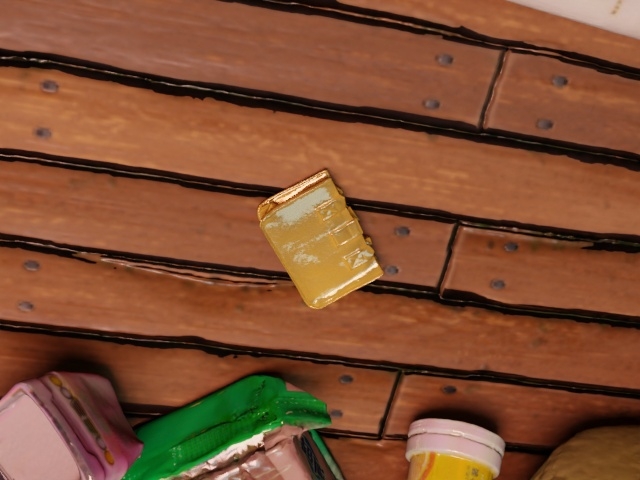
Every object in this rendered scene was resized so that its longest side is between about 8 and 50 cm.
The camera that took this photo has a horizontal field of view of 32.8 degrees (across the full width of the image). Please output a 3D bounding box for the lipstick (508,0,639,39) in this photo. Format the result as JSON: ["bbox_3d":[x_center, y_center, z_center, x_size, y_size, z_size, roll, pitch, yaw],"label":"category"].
[{"bbox_3d":[0.143,-0.168,0.663,0.264,0.059,0.059,11,113,-17],"label":"lipstick"}]

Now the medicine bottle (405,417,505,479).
[{"bbox_3d":[0.080,0.240,0.770,0.074,0.218,0.074,11,154,5],"label":"medicine bottle"}]

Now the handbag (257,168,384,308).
[{"bbox_3d":[0.000,0.000,0.735,0.061,0.027,0.083,-27,117,4],"label":"handbag"}]

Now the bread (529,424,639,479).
[{"bbox_3d":[0.269,0.280,0.778,0.320,0.320,0.237,6,106,-14],"label":"bread"}]

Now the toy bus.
[{"bbox_3d":[-0.238,0.188,0.712,0.274,0.112,0.090,-38,82,17],"label":"toy bus"}]

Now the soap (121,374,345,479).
[{"bbox_3d":[-0.048,0.248,0.810,0.218,0.098,0.273,-26,118,2],"label":"soap"}]
